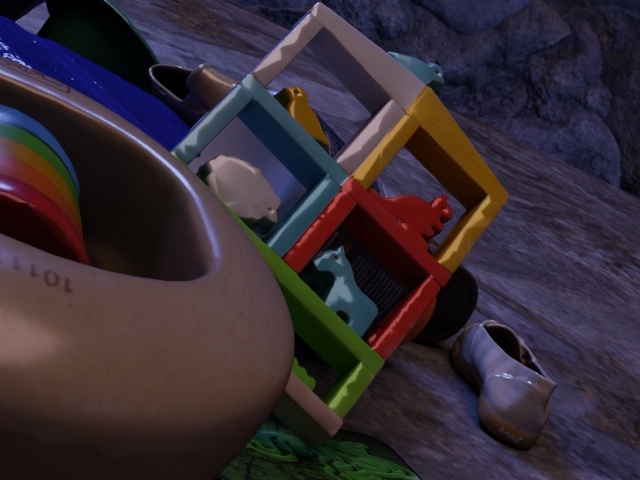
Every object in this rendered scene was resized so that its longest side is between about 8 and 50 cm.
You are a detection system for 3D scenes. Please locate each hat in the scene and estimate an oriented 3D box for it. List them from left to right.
[{"bbox_3d":[-0.269,-0.140,1.524,0.173,0.183,0.208,31,-26,30],"label":"hat"}]

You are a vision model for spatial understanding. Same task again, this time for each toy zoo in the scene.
[{"bbox_3d":[0.008,-0.031,1.025,0.192,0.030,0.293,45,52,-6],"label":"toy zoo"}]

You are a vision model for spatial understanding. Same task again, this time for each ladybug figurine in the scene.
[{"bbox_3d":[-0.173,0.022,0.734,0.305,0.161,0.449,22,14,-14],"label":"ladybug figurine"}]

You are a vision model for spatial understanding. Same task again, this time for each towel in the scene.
[{"bbox_3d":[-0.198,-0.093,1.300,0.228,0.076,0.308,43,11,35],"label":"towel"}]

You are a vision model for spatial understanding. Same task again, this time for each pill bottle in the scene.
[{"bbox_3d":[0.000,0.000,1.173,0.130,0.130,0.246,37,-4,39],"label":"pill bottle"}]

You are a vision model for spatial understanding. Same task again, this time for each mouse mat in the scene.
[{"bbox_3d":[-0.007,0.133,0.952,0.190,0.007,0.152,20,9,-28],"label":"mouse mat"}]

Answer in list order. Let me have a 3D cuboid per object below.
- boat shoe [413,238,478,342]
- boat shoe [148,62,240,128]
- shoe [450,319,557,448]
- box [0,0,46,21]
[{"bbox_3d":[-0.002,-0.013,1.325,0.307,0.110,0.104,39,4,-33],"label":"boat shoe"},{"bbox_3d":[-0.099,-0.128,1.436,0.190,0.068,0.072,12,-43,44],"label":"boat shoe"},{"bbox_3d":[0.158,0.106,1.294,0.077,0.058,0.219,25,13,-8],"label":"shoe"},{"bbox_3d":[-0.341,-0.301,1.458,0.203,0.167,0.168,52,22,-21],"label":"box"}]
